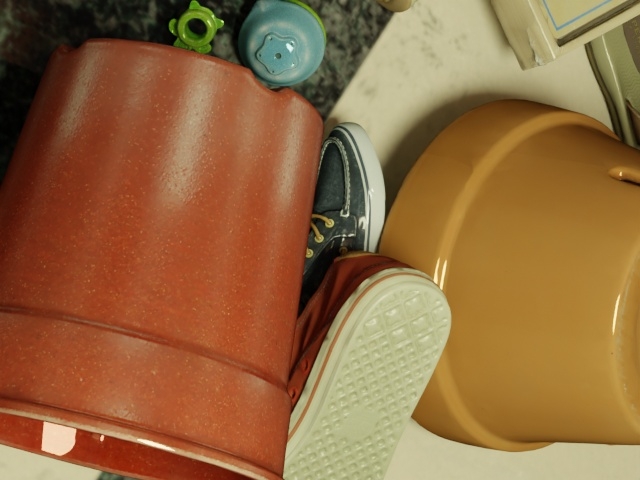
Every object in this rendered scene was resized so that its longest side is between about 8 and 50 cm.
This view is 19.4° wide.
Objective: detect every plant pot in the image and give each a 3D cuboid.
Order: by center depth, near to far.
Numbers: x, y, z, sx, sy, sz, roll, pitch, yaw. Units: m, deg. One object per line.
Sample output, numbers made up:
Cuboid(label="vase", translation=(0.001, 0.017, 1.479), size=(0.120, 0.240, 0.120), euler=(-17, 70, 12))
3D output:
Cuboid(label="plant pot", translation=(-0.123, 0.019, 1.289), size=(0.272, 0.272, 0.265), euler=(22, 74, -32))
Cuboid(label="plant pot", translation=(0.212, 0.042, 1.484), size=(0.291, 0.203, 0.291), euler=(-12, 107, -41))

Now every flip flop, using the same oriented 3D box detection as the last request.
Cuboid(label="flip flop", translation=(0.319, -0.109, 1.644), size=(0.112, 0.080, 0.277), euler=(-34, 111, -26))

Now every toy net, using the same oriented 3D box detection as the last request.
Cuboid(label="toy net", translation=(-0.022, -0.226, 1.391), size=(0.122, 0.045, 0.232), euler=(24, 113, -5))

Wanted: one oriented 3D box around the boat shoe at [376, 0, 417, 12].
Cuboid(label="boat shoe", translation=(0.036, -0.319, 1.438), size=(0.092, 0.103, 0.285), euler=(-28, 102, -22))

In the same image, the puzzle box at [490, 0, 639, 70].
Cuboid(label="puzzle box", translation=(0.275, -0.347, 1.588), size=(0.409, 0.052, 0.272), euler=(-31, 100, -26))

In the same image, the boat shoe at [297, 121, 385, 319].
Cuboid(label="boat shoe", translation=(0.000, 0.000, 1.462), size=(0.083, 0.065, 0.183), euler=(-4, 97, -30))

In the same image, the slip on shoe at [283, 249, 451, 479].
Cuboid(label="slip on shoe", translation=(-0.014, 0.153, 1.425), size=(0.123, 0.101, 0.331), euler=(19, 106, -31))
